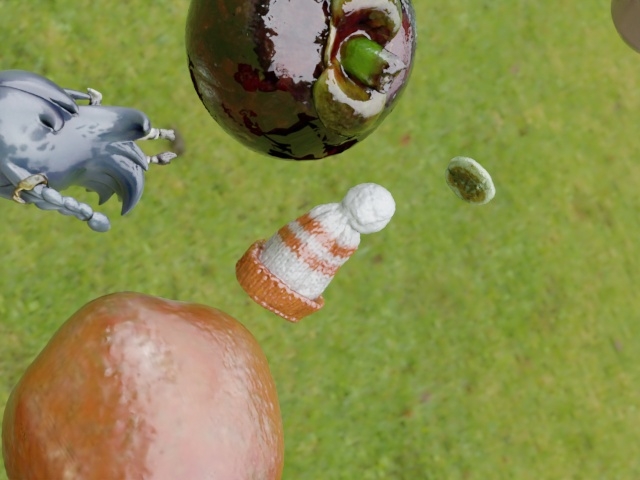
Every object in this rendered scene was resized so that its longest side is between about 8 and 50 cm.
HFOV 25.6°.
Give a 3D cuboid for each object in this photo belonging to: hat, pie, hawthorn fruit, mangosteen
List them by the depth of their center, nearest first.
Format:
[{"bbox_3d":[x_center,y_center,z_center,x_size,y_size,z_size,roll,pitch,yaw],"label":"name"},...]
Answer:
[{"bbox_3d":[-0.108,0.157,0.923,0.199,0.199,0.251,36,18,-38],"label":"hawthorn fruit"},{"bbox_3d":[-0.010,-0.165,1.235,0.216,0.216,0.216,38,37,-36],"label":"mangosteen"},{"bbox_3d":[0.000,0.000,1.370,0.093,0.162,0.112,42,13,-3],"label":"hat"},{"bbox_3d":[0.223,-0.087,2.094,0.017,0.085,0.085,-44,105,-36],"label":"pie"}]

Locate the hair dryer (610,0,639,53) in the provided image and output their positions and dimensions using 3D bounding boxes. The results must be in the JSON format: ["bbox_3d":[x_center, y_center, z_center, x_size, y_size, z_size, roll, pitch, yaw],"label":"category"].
[{"bbox_3d":[0.235,-0.303,1.324,0.344,0.189,0.106,24,65,3],"label":"hair dryer"}]

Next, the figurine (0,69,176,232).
[{"bbox_3d":[-0.323,-0.117,1.769,0.265,0.175,0.197,12,18,0],"label":"figurine"}]
